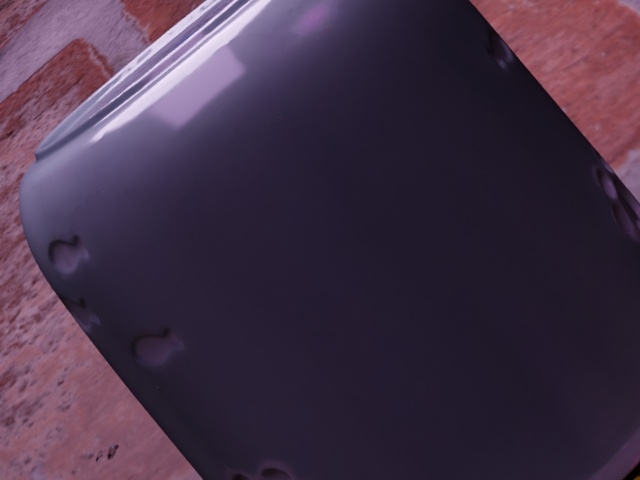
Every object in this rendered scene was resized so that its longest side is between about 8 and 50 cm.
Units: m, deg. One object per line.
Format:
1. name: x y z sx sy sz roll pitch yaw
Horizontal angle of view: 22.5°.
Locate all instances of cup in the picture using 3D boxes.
1. cup: 0.000 0.000 0.857 0.259 0.274 0.357 -41 13 -9

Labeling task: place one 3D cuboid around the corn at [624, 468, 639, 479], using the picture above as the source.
1. corn: 0.199 0.126 0.710 0.310 0.101 0.101 -33 35 21
